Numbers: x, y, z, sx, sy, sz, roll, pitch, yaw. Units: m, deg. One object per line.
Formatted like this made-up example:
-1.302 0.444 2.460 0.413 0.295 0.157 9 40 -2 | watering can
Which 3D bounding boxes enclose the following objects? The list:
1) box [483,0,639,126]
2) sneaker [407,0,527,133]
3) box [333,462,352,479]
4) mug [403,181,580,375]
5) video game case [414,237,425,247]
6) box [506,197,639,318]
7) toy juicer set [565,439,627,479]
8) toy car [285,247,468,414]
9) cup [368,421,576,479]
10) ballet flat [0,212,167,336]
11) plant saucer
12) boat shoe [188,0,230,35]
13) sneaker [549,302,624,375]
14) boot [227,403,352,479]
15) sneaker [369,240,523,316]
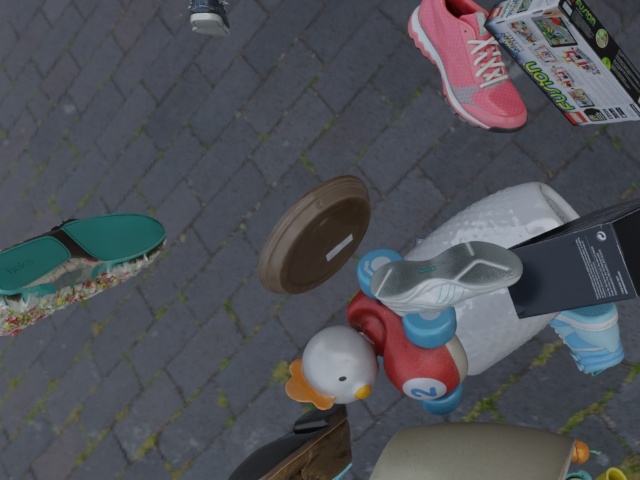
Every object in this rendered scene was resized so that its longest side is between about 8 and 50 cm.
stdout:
0.305 -0.218 0.882 0.114 0.207 0.036 6 64 57 | box
0.263 -0.327 1.269 0.314 0.116 0.136 59 156 18 | sneaker
0.012 0.596 1.812 0.060 0.244 0.100 39 67 13 | box
0.367 0.052 1.419 0.328 0.374 0.276 -43 71 27 | mug
0.396 0.105 2.055 0.274 0.026 0.196 9 71 -2 | video game case
0.397 0.009 0.979 0.184 0.261 0.103 -18 90 54 | box
0.603 0.602 1.751 0.209 0.329 0.089 52 141 13 | toy juicer set
0.066 0.179 1.048 0.238 0.219 0.210 -32 48 -14 | toy car
0.195 0.392 1.033 0.237 0.331 0.331 20 90 24 | cup
-0.254 0.030 0.720 0.091 0.241 0.077 41 120 16 | ballet flat
0.000 0.000 1.379 0.041 0.278 0.278 41 102 27 | plant saucer
-0.257 -0.518 1.654 0.095 0.254 0.079 1 97 1 | boat shoe
0.626 0.228 1.818 0.127 0.208 0.319 -27 18 -13 | sneaker
-0.033 0.378 1.212 0.112 0.305 0.115 -14 92 35 | boot
0.130 0.042 0.734 0.152 0.061 0.053 -11 52 23 | sneaker
